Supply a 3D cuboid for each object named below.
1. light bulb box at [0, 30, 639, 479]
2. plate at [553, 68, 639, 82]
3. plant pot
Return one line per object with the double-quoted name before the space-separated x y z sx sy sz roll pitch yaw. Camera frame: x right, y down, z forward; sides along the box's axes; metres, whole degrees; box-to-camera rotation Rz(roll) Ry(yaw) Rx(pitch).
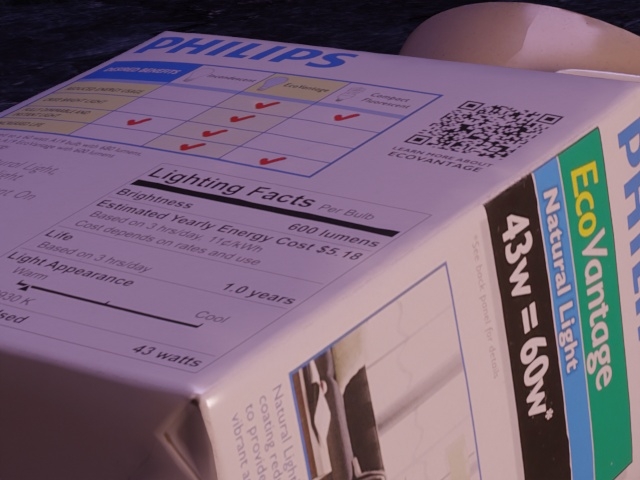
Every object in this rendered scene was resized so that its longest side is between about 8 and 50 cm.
"light bulb box" -0.057 0.062 0.990 0.357 0.225 0.361 11 30 38
"plate" 0.235 0.043 1.116 0.277 0.278 0.045 9 -17 25
"plant pot" 0.144 0.001 1.312 0.284 0.284 0.191 6 57 39
